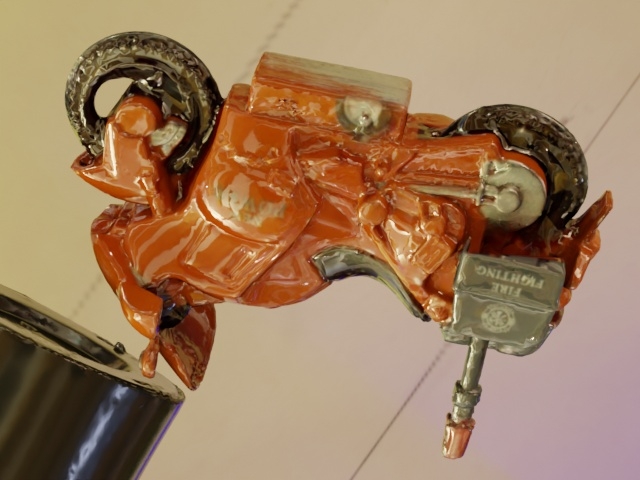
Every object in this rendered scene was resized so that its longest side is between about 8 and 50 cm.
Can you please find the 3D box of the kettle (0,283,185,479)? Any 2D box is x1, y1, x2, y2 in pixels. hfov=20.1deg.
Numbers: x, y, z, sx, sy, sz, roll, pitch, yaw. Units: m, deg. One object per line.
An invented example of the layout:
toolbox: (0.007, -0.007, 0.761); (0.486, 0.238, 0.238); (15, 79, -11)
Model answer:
kettle: (-0.263, 0.175, 1.158); (0.262, 0.203, 0.308); (28, 91, 44)

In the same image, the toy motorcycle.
toy motorcycle: (0.000, 0.000, 1.078); (0.326, 0.148, 0.221); (11, 119, 2)
